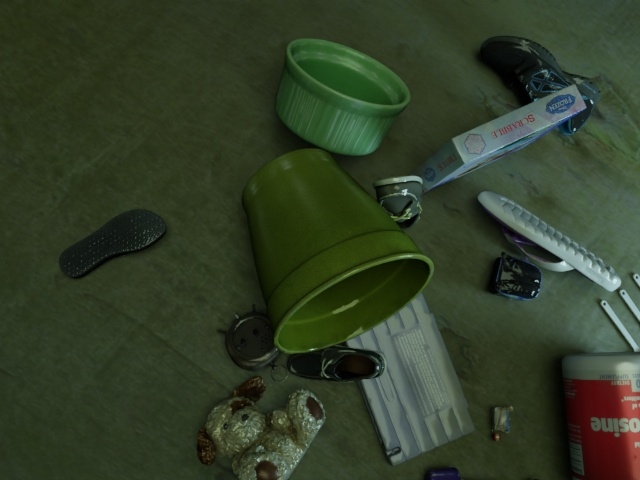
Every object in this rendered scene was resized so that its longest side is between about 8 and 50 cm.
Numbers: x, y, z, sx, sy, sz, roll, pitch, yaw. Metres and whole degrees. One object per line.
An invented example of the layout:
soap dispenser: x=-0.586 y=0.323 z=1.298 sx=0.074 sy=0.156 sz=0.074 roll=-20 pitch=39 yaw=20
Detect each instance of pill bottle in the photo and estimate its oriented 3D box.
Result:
pill bottle: x=0.698 y=0.468 z=1.524 sx=0.229 sy=0.229 sz=0.407 roll=-2 pitch=81 yaw=-9

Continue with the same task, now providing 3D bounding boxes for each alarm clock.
alarm clock: x=-0.139 y=0.243 z=1.493 sx=0.129 sy=0.064 sz=0.192 roll=-37 pitch=72 yaw=-15

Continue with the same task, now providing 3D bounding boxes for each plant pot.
plant pot: x=0.000 y=0.000 z=1.431 sx=0.367 sy=0.366 sz=0.352 roll=-22 pitch=64 yaw=-11

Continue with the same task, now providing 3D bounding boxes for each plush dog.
plush dog: x=-0.148 y=0.434 z=1.449 sx=0.226 sy=0.210 sz=0.262 roll=32 pitch=49 yaw=11

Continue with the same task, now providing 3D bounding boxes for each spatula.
spatula: x=0.837 y=0.221 z=1.691 sx=0.168 sy=0.019 sz=0.242 roll=-34 pitch=88 yaw=-11

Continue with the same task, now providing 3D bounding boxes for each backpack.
backpack: x=0.480 y=0.096 z=1.622 sx=0.115 sy=0.084 sz=0.104 roll=17 pitch=78 yaw=-2

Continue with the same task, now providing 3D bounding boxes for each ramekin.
ramekin: x=0.041 y=-0.328 z=1.520 sx=0.304 sy=0.148 sz=0.303 roll=17 pitch=35 yaw=-12

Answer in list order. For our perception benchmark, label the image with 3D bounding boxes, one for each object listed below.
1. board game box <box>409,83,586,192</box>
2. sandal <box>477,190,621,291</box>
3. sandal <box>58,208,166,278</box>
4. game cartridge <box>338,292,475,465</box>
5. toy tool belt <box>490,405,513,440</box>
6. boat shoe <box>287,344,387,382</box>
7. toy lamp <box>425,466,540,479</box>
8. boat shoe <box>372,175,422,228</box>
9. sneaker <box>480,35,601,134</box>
board game box: x=0.401 y=-0.227 z=1.542 sx=0.318 sy=0.318 sz=0.065 roll=-25 pitch=86 yaw=-11
sandal: x=0.555 y=0.023 z=1.628 sx=0.416 sy=0.169 sz=0.102 roll=32 pitch=111 yaw=-1
sandal: x=-0.477 y=0.004 z=1.513 sx=0.255 sy=0.054 sz=0.097 roll=-24 pitch=78 yaw=-2
game cartridge: x=0.204 y=0.322 z=1.560 sx=0.230 sy=0.068 sz=0.354 roll=-19 pitch=84 yaw=-15
toy tool belt: x=0.441 y=0.441 z=1.580 sx=0.051 sy=0.052 sz=0.083 roll=1 pitch=82 yaw=0
boat shoe: x=0.030 y=0.281 z=1.495 sx=0.233 sy=0.079 sz=0.083 roll=-2 pitch=92 yaw=18
toy lamp: x=0.382 y=0.580 z=1.535 sx=0.275 sy=0.080 sz=0.080 roll=8 pitch=80 yaw=-6
boat shoe: x=0.182 y=-0.085 z=1.498 sx=0.109 sy=0.305 sz=0.091 roll=-4 pitch=84 yaw=10
sneaker: x=0.555 y=-0.405 z=1.692 sx=0.341 sy=0.125 sz=0.139 roll=30 pitch=83 yaw=-1
